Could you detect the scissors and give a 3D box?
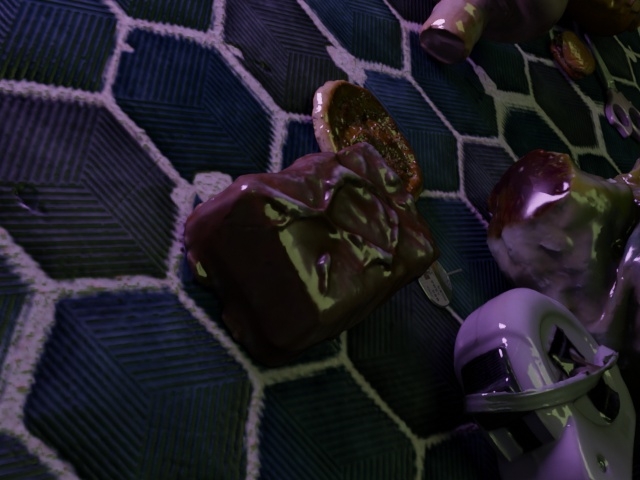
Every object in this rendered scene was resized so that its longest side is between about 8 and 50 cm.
[{"bbox_3d":[0.488,-0.262,1.577,0.110,0.021,0.212,1,62,-44],"label":"scissors"}]

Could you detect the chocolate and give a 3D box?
[{"bbox_3d":[0.000,0.000,0.770,0.148,0.093,0.214,56,36,5],"label":"chocolate"}]

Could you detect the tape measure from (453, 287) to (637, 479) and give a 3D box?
[{"bbox_3d":[0.209,0.143,0.872,0.197,0.120,0.236,49,32,-5],"label":"tape measure"}]

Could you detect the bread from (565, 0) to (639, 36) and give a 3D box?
[{"bbox_3d":[0.410,-0.508,1.564,0.388,0.183,0.236,37,19,-8],"label":"bread"}]

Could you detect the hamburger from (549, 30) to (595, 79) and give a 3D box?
[{"bbox_3d":[0.404,-0.296,1.493,0.083,0.044,0.076,52,37,-8],"label":"hamburger"}]

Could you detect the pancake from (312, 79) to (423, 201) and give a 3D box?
[{"bbox_3d":[0.050,-0.099,0.958,0.158,0.028,0.158,30,43,-33],"label":"pancake"}]

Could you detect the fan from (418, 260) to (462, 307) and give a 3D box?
[{"bbox_3d":[0.116,0.032,0.947,0.060,0.003,0.080,47,37,-12],"label":"fan"}]

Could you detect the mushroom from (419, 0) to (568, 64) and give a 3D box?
[{"bbox_3d":[0.222,-0.318,1.202,0.206,0.206,0.209,16,72,-40],"label":"mushroom"}]

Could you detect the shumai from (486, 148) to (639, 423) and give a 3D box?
[{"bbox_3d":[0.305,0.026,1.051,0.263,0.304,0.309,17,35,7],"label":"shumai"}]
